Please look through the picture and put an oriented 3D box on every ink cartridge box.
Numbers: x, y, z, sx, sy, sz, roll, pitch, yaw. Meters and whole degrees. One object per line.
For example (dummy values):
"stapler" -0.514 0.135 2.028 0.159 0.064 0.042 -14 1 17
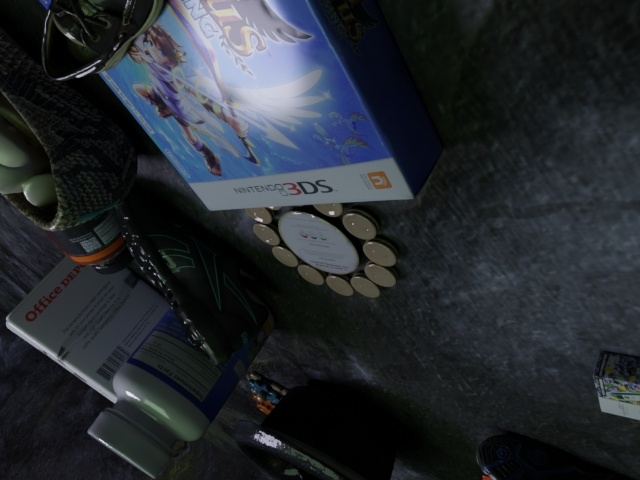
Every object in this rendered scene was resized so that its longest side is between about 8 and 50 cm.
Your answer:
"ink cartridge box" -0.405 0.161 0.997 0.273 0.198 0.115 42 150 -14
"ink cartridge box" 0.303 0.135 0.453 0.115 0.029 0.062 5 139 40

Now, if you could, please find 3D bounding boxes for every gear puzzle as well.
"gear puzzle" -0.083 0.408 1.196 0.176 0.044 0.338 23 148 18

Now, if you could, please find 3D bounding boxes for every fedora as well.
"fedora" 0.018 0.365 0.931 0.334 0.152 0.334 23 149 15

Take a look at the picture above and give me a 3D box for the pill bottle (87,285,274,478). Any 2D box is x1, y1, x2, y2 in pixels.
"pill bottle" -0.198 0.190 0.768 0.152 0.272 0.152 24 149 16

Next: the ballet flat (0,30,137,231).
"ballet flat" -0.411 -0.184 0.522 0.483 0.182 0.164 40 120 -11

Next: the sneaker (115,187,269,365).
"sneaker" -0.176 0.035 0.712 0.267 0.106 0.101 55 154 4

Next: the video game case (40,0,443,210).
"video game case" -0.074 -0.140 0.390 0.245 0.061 0.269 -1 135 43

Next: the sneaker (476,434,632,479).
"sneaker" 0.301 0.319 0.669 0.211 0.080 0.081 19 143 26

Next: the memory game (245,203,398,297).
"memory game" 0.000 0.000 0.567 0.186 0.012 0.186 23 148 16

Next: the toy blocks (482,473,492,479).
"toy blocks" 0.292 0.394 0.811 0.148 0.054 0.123 -4 134 47

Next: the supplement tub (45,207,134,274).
"supplement tub" -0.333 -0.037 0.738 0.106 0.106 0.197 17 146 26

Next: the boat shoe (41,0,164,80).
"boat shoe" -0.145 -0.144 0.340 0.056 0.049 0.152 44 148 -14
